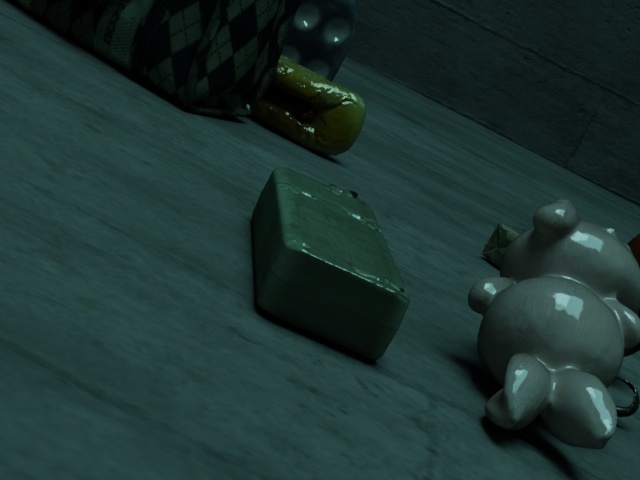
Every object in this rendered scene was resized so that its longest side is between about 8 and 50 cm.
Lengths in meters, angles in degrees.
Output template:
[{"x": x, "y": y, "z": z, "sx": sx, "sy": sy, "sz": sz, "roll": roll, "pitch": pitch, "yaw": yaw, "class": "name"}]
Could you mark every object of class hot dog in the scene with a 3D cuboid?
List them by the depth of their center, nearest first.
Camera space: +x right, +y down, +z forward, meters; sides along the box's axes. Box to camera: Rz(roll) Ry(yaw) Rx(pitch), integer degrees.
[{"x": -0.060, "y": -0.183, "z": 1.358, "sx": 0.242, "sy": 0.084, "sz": 0.073, "roll": 33, "pitch": 18, "yaw": 21, "class": "hot dog"}]

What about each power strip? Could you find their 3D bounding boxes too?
[{"x": 0.000, "y": 0.000, "z": 0.829, "sx": 0.093, "sy": 0.053, "sz": 0.288, "roll": 23, "pitch": 13, "yaw": -10, "class": "power strip"}]

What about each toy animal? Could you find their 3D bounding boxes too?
[{"x": 0.153, "y": 0.076, "z": 0.776, "sx": 0.124, "sy": 0.124, "sz": 0.212, "roll": 28, "pitch": 45, "yaw": 2, "class": "toy animal"}]

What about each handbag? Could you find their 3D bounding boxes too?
[{"x": -0.206, "y": -0.370, "z": 1.271, "sx": 0.416, "sy": 0.317, "sz": 0.180, "roll": 32, "pitch": 20, "yaw": 23, "class": "handbag"}]

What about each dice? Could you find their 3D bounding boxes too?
[{"x": -0.067, "y": -0.308, "z": 1.602, "sx": 0.182, "sy": 0.182, "sz": 0.183, "roll": 20, "pitch": 13, "yaw": -27, "class": "dice"}]

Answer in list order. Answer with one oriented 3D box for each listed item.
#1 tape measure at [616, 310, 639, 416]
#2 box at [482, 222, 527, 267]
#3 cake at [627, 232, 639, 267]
[{"x": 0.227, "y": 0.099, "z": 0.942, "sx": 0.107, "sy": 0.104, "sz": 0.180, "roll": 45, "pitch": 37, "yaw": -31, "class": "tape measure"}, {"x": 0.228, "y": 0.017, "z": 1.232, "sx": 0.062, "sy": 0.045, "sz": 0.098, "roll": 37, "pitch": 15, "yaw": 35, "class": "box"}, {"x": 0.434, "y": -0.008, "z": 1.323, "sx": 0.159, "sy": 0.262, "sz": 0.158, "roll": 12, "pitch": -2, "yaw": 35, "class": "cake"}]
